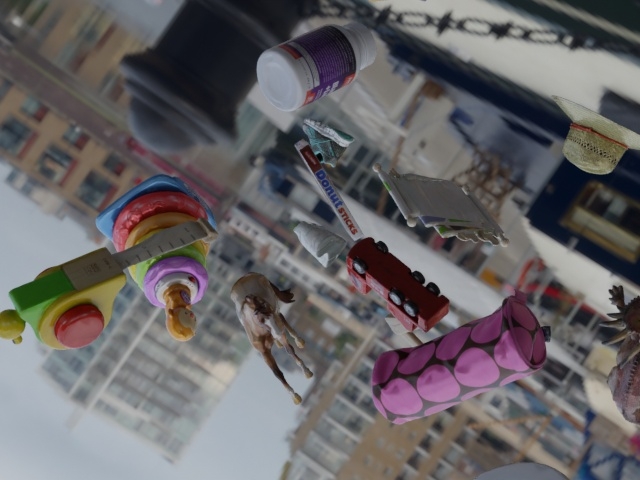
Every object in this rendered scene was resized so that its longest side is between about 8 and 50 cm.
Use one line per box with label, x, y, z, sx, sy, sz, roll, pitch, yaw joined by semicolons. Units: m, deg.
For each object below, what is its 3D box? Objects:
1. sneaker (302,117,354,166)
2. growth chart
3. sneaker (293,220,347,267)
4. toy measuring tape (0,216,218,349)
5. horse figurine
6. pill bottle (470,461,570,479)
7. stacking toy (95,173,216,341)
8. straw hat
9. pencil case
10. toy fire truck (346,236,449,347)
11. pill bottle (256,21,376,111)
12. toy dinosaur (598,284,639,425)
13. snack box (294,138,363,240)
sneaker;0.000;-0.187;2.106;0.065;0.076;0.166;22;-173;-26
growth chart;0.213;-0.057;1.889;0.237;0.021;0.172;10;-140;-34
sneaker;0.000;0.000;1.728;0.061;0.054;0.152;39;177;17
toy measuring tape;-0.295;0.069;1.529;0.121;0.330;0.121;46;149;38
horse figurine;-0.073;0.110;1.532;0.174;0.066;0.263;58;-175;-24
pill bottle;0.238;0.356;0.887;0.363;0.210;0.210;46;174;-21
stacking toy;-0.243;0.049;1.771;0.175;0.166;0.302;48;-167;-40
straw hat;0.321;-0.111;1.281;0.144;0.061;0.144;26;-172;-4
pencil case;0.154;0.135;1.247;0.095;0.209;0.098;26;-133;-46
toy fire truck;0.110;0.094;1.357;0.192;0.047;0.135;39;154;26
pill bottle;-0.001;-0.295;1.812;0.108;0.193;0.108;32;137;35
toy dinosaur;0.493;0.189;1.690;0.127;0.296;0.200;6;-166;18
snack box;0.014;-0.083;1.790;0.178;0.022;0.064;58;180;-15
